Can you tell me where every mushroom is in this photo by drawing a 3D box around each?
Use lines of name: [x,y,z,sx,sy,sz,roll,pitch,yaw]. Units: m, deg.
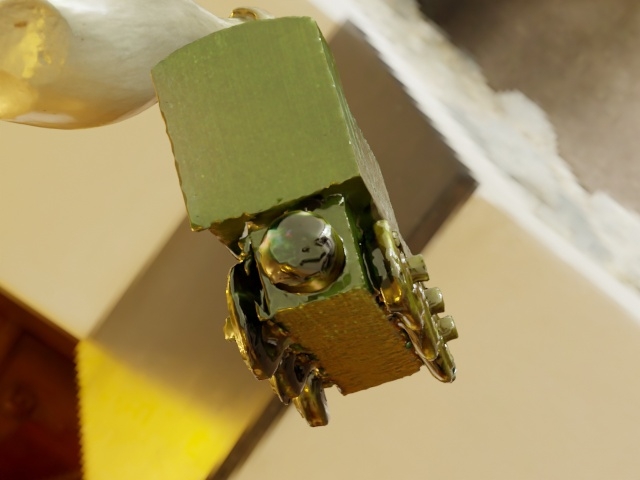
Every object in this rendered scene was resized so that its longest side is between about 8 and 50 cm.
mushroom: [-0.111,-0.104,0.986,0.088,0.212,0.097,28,105,32]

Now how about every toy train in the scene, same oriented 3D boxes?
toy train: [0.000,0.000,0.804,0.090,0.137,0.225,-18,-17,5]
